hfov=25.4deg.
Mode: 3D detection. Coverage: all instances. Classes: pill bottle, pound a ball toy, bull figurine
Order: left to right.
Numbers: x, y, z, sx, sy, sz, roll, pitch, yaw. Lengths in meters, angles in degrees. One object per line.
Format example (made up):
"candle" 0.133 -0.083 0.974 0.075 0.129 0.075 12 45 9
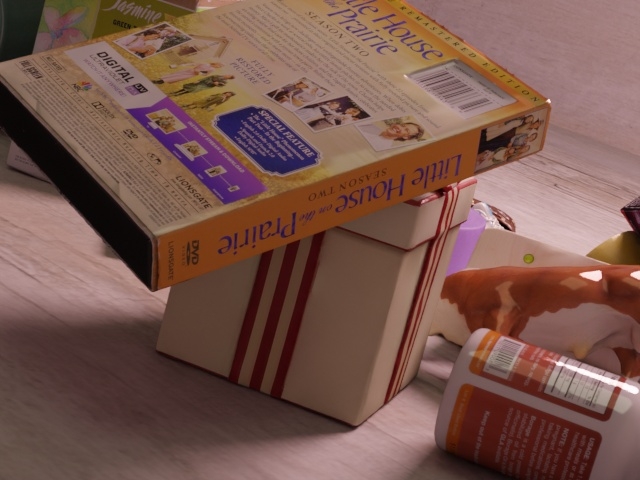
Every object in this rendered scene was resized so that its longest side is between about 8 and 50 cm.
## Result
"bull figurine" 0.231 0.092 1.502 0.310 0.101 0.188 -7 42 7
"pill bottle" 0.222 0.169 1.280 0.216 0.121 0.121 20 14 17
"pound a ball toy" 0.328 0.118 1.658 0.319 0.136 0.208 20 -11 19

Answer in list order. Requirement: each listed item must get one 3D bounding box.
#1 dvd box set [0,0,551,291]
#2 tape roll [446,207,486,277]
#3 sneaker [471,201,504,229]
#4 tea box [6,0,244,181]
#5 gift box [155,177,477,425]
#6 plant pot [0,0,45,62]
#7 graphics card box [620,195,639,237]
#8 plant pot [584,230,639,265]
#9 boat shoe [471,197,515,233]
"dvd box set" -0.047 -0.120 1.292 0.420 0.062 0.307 -21 44 -30
"tape roll" 0.088 -0.023 1.976 0.274 0.090 0.275 14 13 -3
"sneaker" 0.250 -0.011 2.126 0.190 0.083 0.071 20 13 14
"tea box" -0.236 -0.239 1.987 0.220 0.324 0.329 19 14 14
"gift box" 0.000 0.000 1.422 0.255 0.258 0.276 18 15 11
"plant pot" -0.497 -0.355 2.166 0.341 0.341 0.334 20 17 18
"graphics card box" 0.507 0.032 1.820 0.233 0.094 0.371 57 3 0
"plant pot" 0.407 0.067 1.930 0.134 0.134 0.095 -2 48 -51
"boat shoe" 0.208 -0.043 2.225 0.207 0.073 0.073 15 11 0
